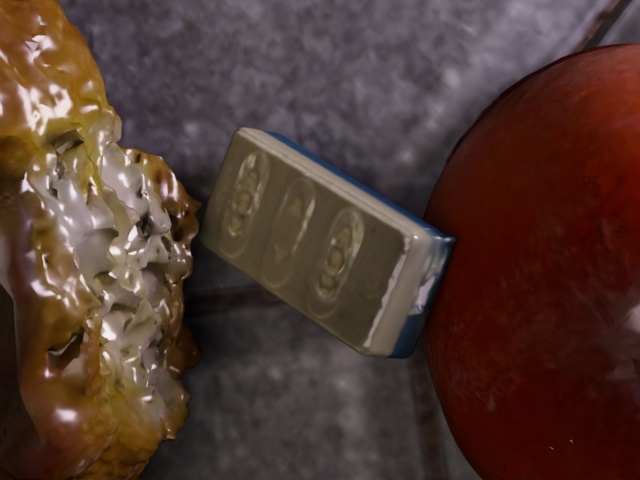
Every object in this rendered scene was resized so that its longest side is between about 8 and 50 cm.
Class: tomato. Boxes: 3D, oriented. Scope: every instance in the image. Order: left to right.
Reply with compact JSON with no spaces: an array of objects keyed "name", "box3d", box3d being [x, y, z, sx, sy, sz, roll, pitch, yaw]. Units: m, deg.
[{"name":"tomato","box3d":[0.125,0.038,0.579,0.199,0.112,0.228,-39,84,17]}]

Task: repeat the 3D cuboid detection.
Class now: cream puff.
[{"name":"cream puff","box3d":[-0.159,0.016,0.622,0.241,0.155,0.269,27,104,10]}]

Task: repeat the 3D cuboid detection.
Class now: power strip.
[{"name":"power strip","box3d":[0.000,0.000,0.613,0.123,0.032,0.056,32,107,42]}]
